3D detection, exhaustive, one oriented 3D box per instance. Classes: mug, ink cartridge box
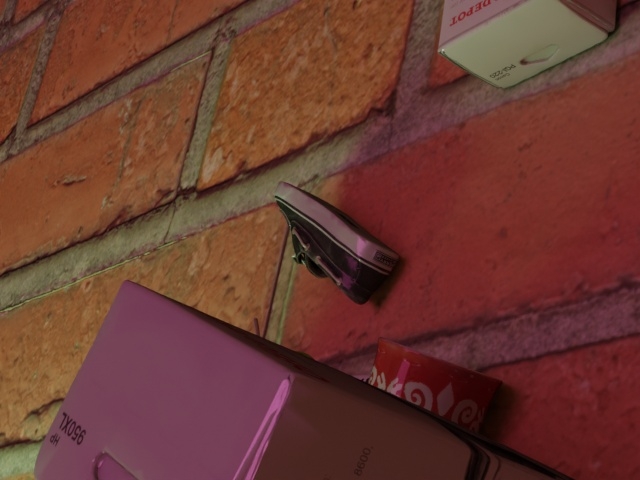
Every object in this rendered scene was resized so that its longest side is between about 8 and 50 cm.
[{"bbox_3d":[0.079,0.183,1.373,0.150,0.113,0.169,37,-108,-79],"label":"mug"},{"bbox_3d":[0.204,-0.276,1.516,0.158,0.092,0.218,-25,50,48],"label":"ink cartridge box"},{"bbox_3d":[0.037,0.194,1.113,0.285,0.395,0.166,20,85,59],"label":"ink cartridge box"}]

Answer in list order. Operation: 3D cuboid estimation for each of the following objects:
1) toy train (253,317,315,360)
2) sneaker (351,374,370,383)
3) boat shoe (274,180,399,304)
[{"bbox_3d":[-0.047,0.149,1.546,0.143,0.105,0.248,-46,33,47],"label":"toy train"},{"bbox_3d":[0.045,0.145,1.490,0.109,0.043,0.040,-25,46,45],"label":"sneaker"},{"bbox_3d":[0.000,0.000,1.636,0.070,0.078,0.219,-59,32,6],"label":"boat shoe"}]
